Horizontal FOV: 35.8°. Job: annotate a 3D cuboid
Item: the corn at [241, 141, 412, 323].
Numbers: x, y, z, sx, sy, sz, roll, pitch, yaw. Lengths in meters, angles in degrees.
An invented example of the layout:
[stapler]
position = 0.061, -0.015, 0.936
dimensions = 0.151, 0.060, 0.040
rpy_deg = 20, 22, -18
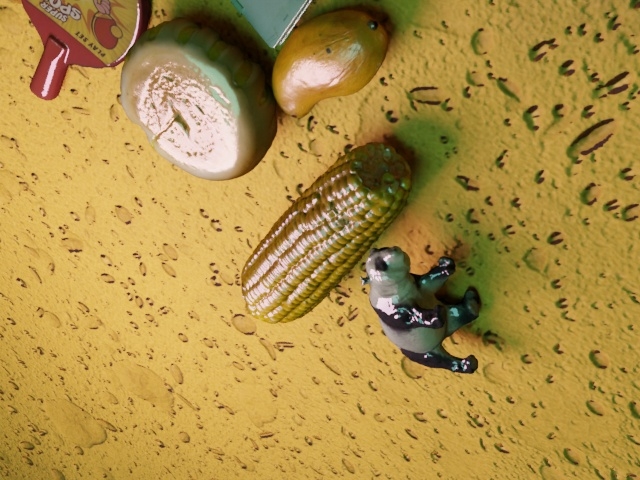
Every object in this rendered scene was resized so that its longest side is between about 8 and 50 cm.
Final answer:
[corn]
position = 0.000, 0.000, 1.279
dimensions = 0.120, 0.120, 0.363
rpy_deg = 41, 137, -4

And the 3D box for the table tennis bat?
[table tennis bat]
position = -0.326, -0.299, 1.302
dimensions = 0.200, 0.038, 0.310
rpy_deg = 39, 135, 0

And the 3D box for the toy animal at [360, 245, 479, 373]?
[toy animal]
position = 0.125, 0.084, 1.261
dimensions = 0.121, 0.093, 0.225
rpy_deg = 3, 151, 29

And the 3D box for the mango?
[mango]
position = 0.006, -0.204, 1.127
dimensions = 0.190, 0.075, 0.098
rpy_deg = -24, 100, 51

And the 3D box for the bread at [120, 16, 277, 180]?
[bread]
position = -0.145, -0.178, 1.229
dimensions = 0.213, 0.104, 0.213
rpy_deg = 19, 131, 22

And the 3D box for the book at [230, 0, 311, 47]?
[book]
position = -0.072, -0.296, 1.119
dimensions = 0.135, 0.017, 0.103
rpy_deg = 50, 139, 6
